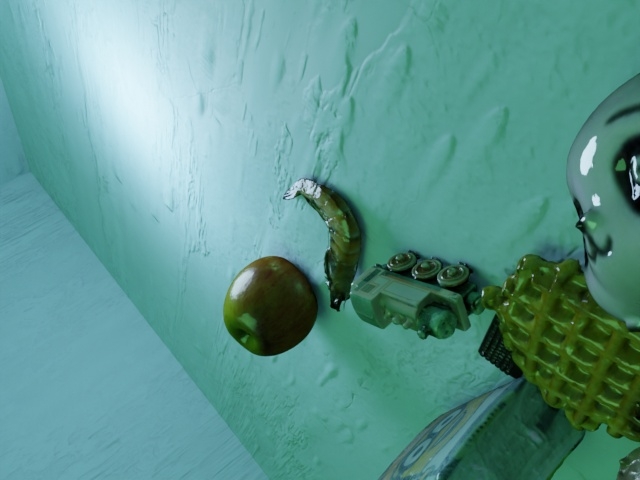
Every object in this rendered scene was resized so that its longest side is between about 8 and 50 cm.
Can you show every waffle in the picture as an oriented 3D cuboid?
[{"bbox_3d":[0.323,0.131,0.748,0.291,0.051,0.291,35,146,28],"label":"waffle"}]

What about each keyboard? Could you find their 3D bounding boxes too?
[{"bbox_3d":[0.267,0.127,0.880,0.074,0.015,0.197,41,150,24],"label":"keyboard"}]

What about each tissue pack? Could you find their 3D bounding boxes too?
[{"bbox_3d":[0.217,0.342,0.972,0.128,0.228,0.311,49,153,10],"label":"tissue pack"}]

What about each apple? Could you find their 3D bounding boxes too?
[{"bbox_3d":[-0.107,0.139,1.321,0.196,0.196,0.196,39,149,29],"label":"apple"}]

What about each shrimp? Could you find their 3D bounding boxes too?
[{"bbox_3d":[0.000,0.000,1.143,0.198,0.051,0.262,43,148,36],"label":"shrimp"}]

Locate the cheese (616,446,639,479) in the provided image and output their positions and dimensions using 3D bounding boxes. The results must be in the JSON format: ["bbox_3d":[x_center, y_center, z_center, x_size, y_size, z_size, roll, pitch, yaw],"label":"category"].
[{"bbox_3d":[0.472,0.341,0.722,0.286,0.082,0.163,38,152,0],"label":"cheese"}]

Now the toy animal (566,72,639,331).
[{"bbox_3d":[0.318,0.006,0.454,0.310,0.250,0.251,61,154,13],"label":"toy animal"}]

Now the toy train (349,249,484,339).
[{"bbox_3d":[0.138,0.083,0.922,0.194,0.125,0.081,17,138,51],"label":"toy train"}]
